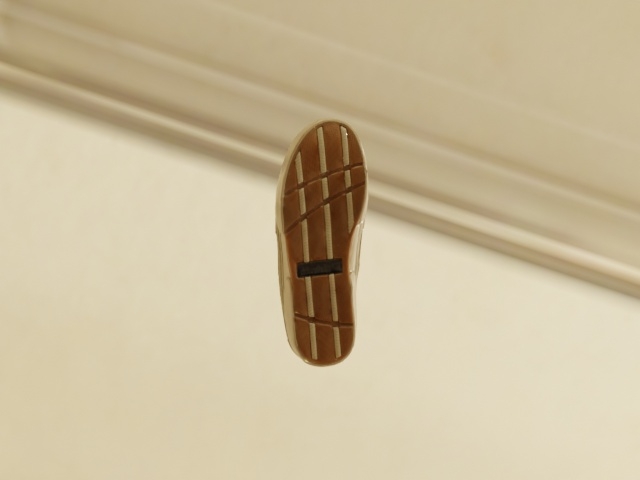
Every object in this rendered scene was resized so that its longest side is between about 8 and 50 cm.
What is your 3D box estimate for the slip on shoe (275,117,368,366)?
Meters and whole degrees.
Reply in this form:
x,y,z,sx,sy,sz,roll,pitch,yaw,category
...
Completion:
x,y,z,sx,sy,sz,roll,pitch,yaw,category
0.000,0.000,1.068,0.041,0.051,0.135,-141,-133,-77,slip on shoe
